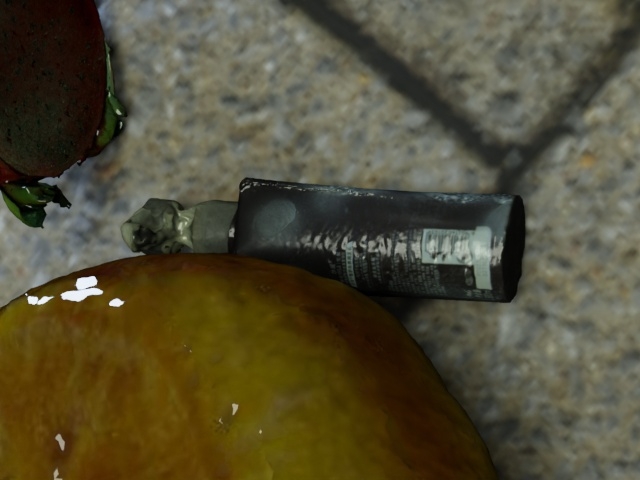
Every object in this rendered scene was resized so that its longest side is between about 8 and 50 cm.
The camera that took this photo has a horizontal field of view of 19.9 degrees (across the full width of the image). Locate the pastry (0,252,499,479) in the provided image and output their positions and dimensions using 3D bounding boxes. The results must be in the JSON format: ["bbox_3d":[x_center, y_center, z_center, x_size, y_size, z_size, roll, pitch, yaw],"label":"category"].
[{"bbox_3d":[-0.075,0.165,0.897,0.356,0.164,0.356,-7,76,30],"label":"pastry"}]

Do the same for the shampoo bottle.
[{"bbox_3d":[0.000,-0.001,0.952,0.208,0.063,0.057,3,81,19],"label":"shampoo bottle"}]

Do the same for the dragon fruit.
[{"bbox_3d":[-0.174,-0.107,0.992,0.175,0.138,0.142,33,78,36],"label":"dragon fruit"}]
